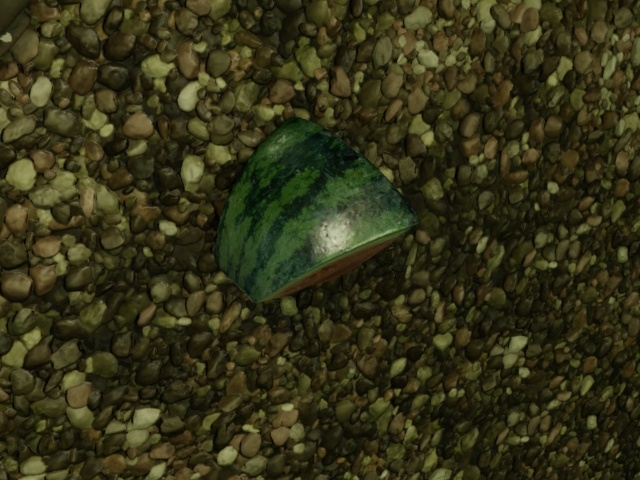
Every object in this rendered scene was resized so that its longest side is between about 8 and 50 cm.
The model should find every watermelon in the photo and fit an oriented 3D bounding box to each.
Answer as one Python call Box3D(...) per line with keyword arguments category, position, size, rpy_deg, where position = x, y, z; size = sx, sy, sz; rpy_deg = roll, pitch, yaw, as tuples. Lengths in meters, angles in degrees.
Box3D(category="watermelon", position=(0.004, 0.004, 1.665), size=(0.283, 0.250, 0.292), rpy_deg=(-49, 124, 0))

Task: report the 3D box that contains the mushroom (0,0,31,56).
Box3D(category="mushroom", position=(-0.448, -0.296, 1.351), size=(0.188, 0.117, 0.141), rpy_deg=(-47, 115, -2))
